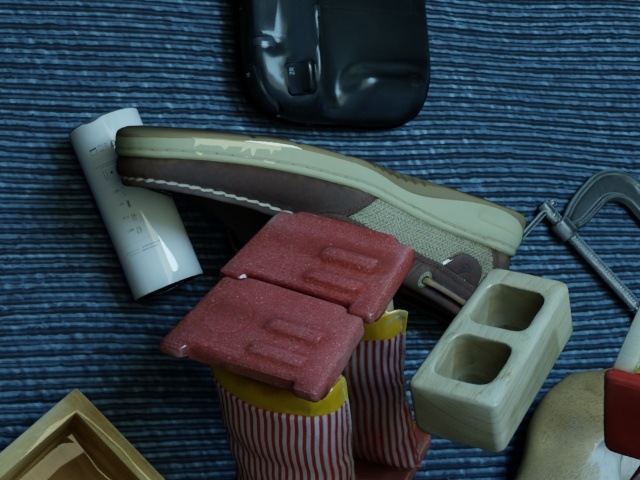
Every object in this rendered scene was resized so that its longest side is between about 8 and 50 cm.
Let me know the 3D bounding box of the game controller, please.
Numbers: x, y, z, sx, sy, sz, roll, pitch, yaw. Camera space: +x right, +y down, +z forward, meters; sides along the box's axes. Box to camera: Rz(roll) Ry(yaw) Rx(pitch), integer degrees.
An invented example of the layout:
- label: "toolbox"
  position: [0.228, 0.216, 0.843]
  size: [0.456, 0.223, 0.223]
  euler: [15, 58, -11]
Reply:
- label: "game controller"
  position: [0.007, -0.246, 1.281]
  size: [0.166, 0.067, 0.319]
  euler: [4, 77, -34]

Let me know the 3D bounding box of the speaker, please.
- label: "speaker"
  position: [-0.135, -0.026, 1.175]
  size: [0.055, 0.055, 0.136]
  euler: [-21, 86, -22]

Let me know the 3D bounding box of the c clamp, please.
- label: "c clamp"
  position: [0.244, 0.014, 1.323]
  size: [0.160, 0.022, 0.137]
  euler: [42, 63, -5]

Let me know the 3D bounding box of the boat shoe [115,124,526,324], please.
- label: "boat shoe"
  position: [0.000, 0.000, 1.176]
  size: [0.342, 0.123, 0.123]
  euler: [15, 88, -34]

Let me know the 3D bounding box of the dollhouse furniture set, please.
- label: "dollhouse furniture set"
  position: [0.100, 0.134, 1.030]
  size: [0.374, 0.201, 0.152]
  euler: [15, 45, 27]

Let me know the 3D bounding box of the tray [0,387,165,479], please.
- label: "tray"
  position: [-0.101, 0.319, 1.065]
  size: [0.411, 0.076, 0.203]
  euler: [45, 68, 7]

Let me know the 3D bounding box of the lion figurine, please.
- label: "lion figurine"
  position: [0.179, 0.205, 1.189]
  size: [0.392, 0.240, 0.142]
  euler: [-45, 128, -38]
